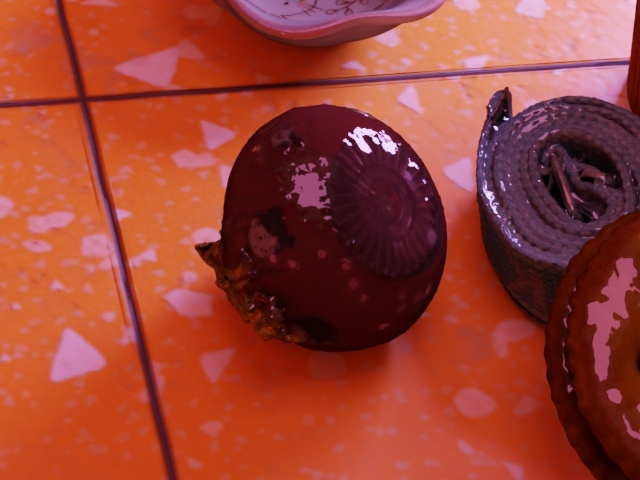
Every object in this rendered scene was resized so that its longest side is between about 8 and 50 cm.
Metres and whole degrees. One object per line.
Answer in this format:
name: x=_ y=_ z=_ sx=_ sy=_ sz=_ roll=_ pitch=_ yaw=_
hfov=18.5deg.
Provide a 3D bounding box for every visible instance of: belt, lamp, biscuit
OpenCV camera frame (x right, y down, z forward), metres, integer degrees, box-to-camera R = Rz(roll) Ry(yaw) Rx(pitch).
belt: x=0.173 y=-0.017 z=1.293 sx=0.148 sy=0.082 sz=0.163 roll=5 pitch=49 yaw=11
lamp: x=-0.001 y=-0.005 z=1.225 sx=0.157 sy=0.135 sz=0.156 roll=9 pitch=69 yaw=-37
biscuit: x=0.240 y=0.074 z=1.166 sx=0.220 sy=0.066 sz=0.220 roll=6 pitch=69 yaw=-15

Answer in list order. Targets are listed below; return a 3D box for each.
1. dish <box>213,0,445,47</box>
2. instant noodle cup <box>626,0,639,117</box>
dish: x=-0.005 y=-0.204 z=1.459 sx=0.229 sy=0.081 sz=0.229 roll=3 pitch=48 yaw=-4
instant noodle cup: x=0.318 y=-0.161 z=1.390 sx=0.230 sy=0.182 sz=0.230 roll=5 pitch=44 yaw=-5
